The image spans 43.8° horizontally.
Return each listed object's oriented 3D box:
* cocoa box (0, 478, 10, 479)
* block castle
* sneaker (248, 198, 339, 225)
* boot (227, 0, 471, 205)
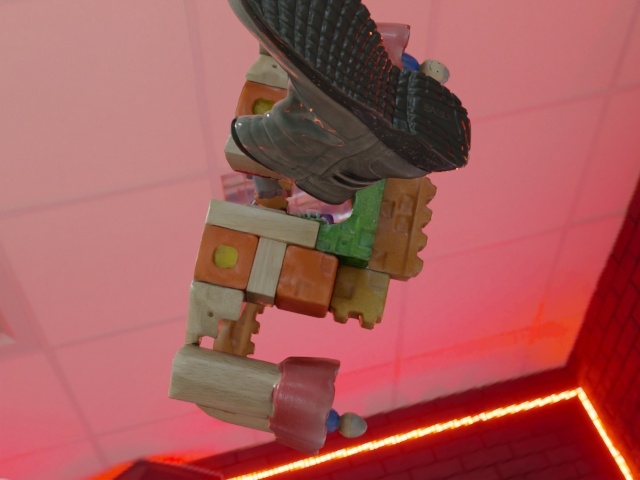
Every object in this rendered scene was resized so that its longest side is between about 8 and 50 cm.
[{"bbox_3d":[-0.149,0.339,0.538,0.347,0.231,0.228,14,-1,8],"label":"cocoa box"},{"bbox_3d":[0.000,0.000,0.897,0.213,0.453,0.303,12,-17,2],"label":"block castle"},{"bbox_3d":[-0.040,-0.032,1.263,0.098,0.083,0.224,-8,-2,18],"label":"sneaker"},{"bbox_3d":[-0.016,-0.100,0.593,0.161,0.083,0.246,-15,-38,40],"label":"boot"}]
